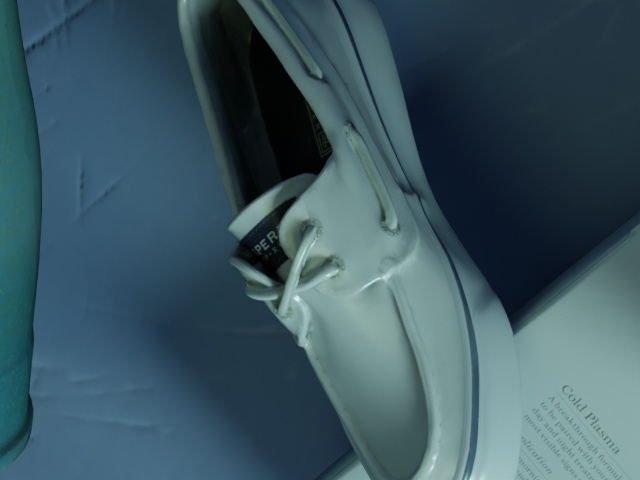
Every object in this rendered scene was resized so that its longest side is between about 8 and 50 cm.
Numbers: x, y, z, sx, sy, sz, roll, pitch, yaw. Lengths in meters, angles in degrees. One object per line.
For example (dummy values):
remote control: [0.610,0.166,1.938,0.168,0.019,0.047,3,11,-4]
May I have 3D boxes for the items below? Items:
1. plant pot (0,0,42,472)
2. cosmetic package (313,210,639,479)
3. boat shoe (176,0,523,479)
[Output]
plant pot: [-0.248,-0.047,0.921,0.271,0.271,0.255,20,107,24]
cosmetic package: [0.188,0.189,0.848,0.377,0.097,0.284,50,130,3]
boat shoe: [0.000,0.000,0.815,0.095,0.084,0.258,-44,57,38]
